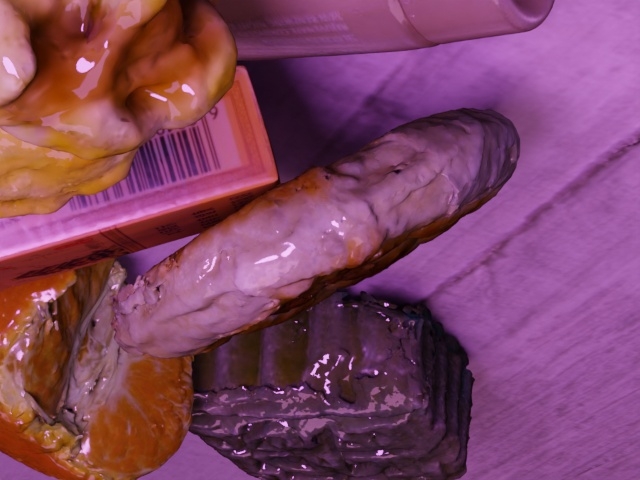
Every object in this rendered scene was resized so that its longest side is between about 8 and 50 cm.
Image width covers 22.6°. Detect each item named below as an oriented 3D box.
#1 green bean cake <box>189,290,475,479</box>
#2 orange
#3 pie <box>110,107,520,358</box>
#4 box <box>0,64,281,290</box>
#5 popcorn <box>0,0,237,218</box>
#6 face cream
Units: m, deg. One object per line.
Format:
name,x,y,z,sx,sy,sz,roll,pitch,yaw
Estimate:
green bean cake,0.002,0.134,1.439,0.241,0.132,0.255,-1,157,18
orange,-0.209,0.088,1.278,0.158,0.179,0.237,7,151,31
pie,0.000,0.000,1.012,0.306,0.071,0.306,-29,175,-3
box,-0.163,-0.023,0.989,0.274,0.076,0.174,-16,175,-2
popcorn,-0.158,-0.126,0.755,0.255,0.195,0.256,3,129,20
face cream,-0.040,-0.135,0.880,0.341,0.084,0.137,-4,165,34
